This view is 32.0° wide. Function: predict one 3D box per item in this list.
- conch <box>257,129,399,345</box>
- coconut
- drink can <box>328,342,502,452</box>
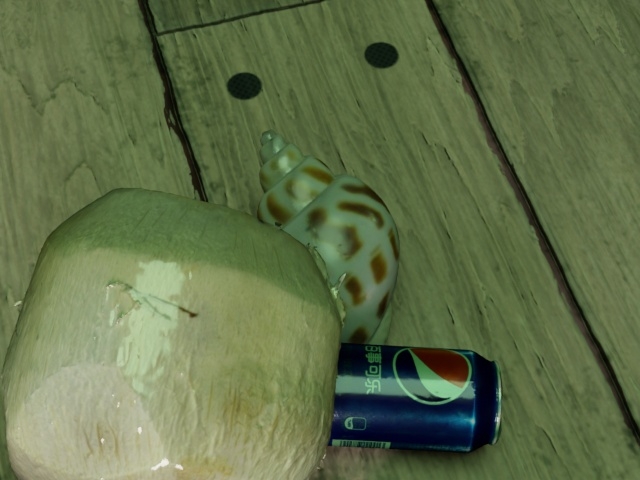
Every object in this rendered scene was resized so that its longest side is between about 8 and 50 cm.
[{"bbox_3d":[0.000,0.000,1.325,0.182,0.149,0.275,-24,65,-21],"label":"conch"},{"bbox_3d":[-0.156,0.145,1.131,0.346,0.346,0.360,13,79,6],"label":"coconut"},{"bbox_3d":[0.095,0.175,1.241,0.204,0.118,0.118,3,59,-1],"label":"drink can"}]
